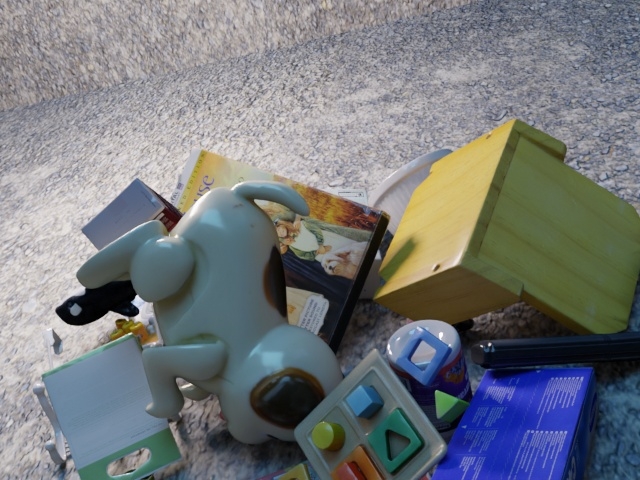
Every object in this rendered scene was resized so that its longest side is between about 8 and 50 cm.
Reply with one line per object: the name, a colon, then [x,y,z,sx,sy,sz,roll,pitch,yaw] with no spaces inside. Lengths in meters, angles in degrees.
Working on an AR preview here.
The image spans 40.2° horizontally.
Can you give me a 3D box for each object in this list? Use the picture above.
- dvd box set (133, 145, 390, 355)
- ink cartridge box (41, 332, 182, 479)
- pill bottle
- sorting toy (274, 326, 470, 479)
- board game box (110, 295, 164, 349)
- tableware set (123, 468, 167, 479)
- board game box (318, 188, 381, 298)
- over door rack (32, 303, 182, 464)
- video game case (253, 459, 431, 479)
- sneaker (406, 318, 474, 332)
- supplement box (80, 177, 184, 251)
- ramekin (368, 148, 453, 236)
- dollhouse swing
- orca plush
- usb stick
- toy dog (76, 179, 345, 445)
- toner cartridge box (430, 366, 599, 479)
dvd box set: [-0.116,0.025,1.620,0.420,0.062,0.308,21,85,24]
ink cartridge box: [-0.346,0.295,1.464,0.171,0.056,0.235,-24,73,-7]
pill bottle: [0.168,0.223,1.289,0.108,0.194,0.108,-13,30,7]
sorting toy: [0.054,0.270,1.187,0.348,0.047,0.196,-48,49,14]
board game box: [-0.255,0.073,1.914,0.389,0.050,0.390,-16,29,2]
tableware set: [-0.308,0.421,1.375,0.104,0.024,0.154,-1,34,27]
board game box: [0.000,0.000,1.802,0.224,0.098,0.303,0,29,-2]
over door rack: [-0.399,0.231,1.613,0.239,0.108,0.324,-19,40,-4]
video game case: [0.022,0.384,1.265,0.285,0.025,0.204,-19,29,-5]
sneaker: [0.212,0.163,1.534,0.119,0.047,0.057,-11,52,13]
supplement box: [-0.307,-0.016,1.526,0.130,0.239,0.073,-43,77,-3]
ramekin: [0.212,-0.084,1.792,0.207,0.207,0.109,-27,74,-17]
dollhouse swing: [0.340,0.024,1.550,0.315,0.305,0.347,-28,29,50]
orca plush: [-0.395,0.116,1.813,0.287,0.151,0.102,-23,73,-29]
usb stick: [0.371,0.167,1.339,0.278,0.045,0.077,-2,-1,-11]
toy dog: [-0.123,0.142,1.431,0.395,0.408,0.284,-33,-11,2]
toner cartridge box: [0.267,0.281,1.172,0.165,0.075,0.348,-4,18,27]
